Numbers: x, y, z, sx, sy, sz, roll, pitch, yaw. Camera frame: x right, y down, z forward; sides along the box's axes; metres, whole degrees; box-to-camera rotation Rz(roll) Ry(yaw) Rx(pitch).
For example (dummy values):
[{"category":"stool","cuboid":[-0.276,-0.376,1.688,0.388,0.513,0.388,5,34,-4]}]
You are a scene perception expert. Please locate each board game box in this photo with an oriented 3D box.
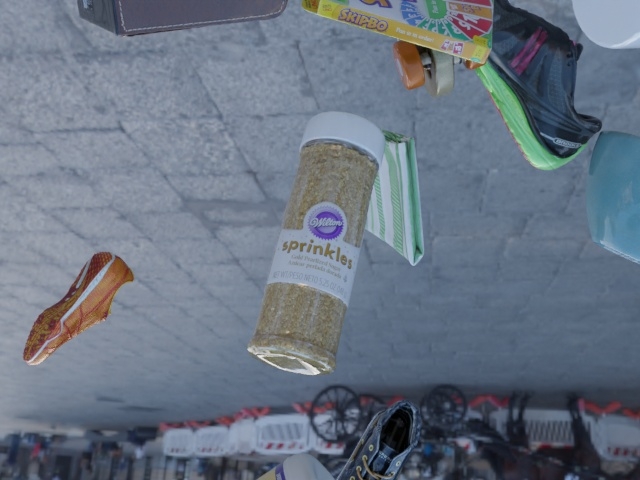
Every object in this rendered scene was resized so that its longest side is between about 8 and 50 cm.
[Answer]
[{"category":"board game box","cuboid":[0.109,-0.326,0.985,0.259,0.124,0.039,14,142,-2]}]

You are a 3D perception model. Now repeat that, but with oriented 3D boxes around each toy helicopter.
[{"category":"toy helicopter","cuboid":[0.163,-0.424,1.267,0.140,0.355,0.235,-18,-179,3]}]

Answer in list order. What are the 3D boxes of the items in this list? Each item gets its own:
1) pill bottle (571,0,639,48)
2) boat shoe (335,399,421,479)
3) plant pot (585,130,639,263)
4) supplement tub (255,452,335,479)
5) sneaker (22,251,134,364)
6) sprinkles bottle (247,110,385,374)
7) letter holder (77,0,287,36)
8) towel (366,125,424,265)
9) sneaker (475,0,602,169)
[{"category":"pill bottle","cuboid":[0.247,-0.155,0.410,0.186,0.112,0.112,-7,164,-15]},{"category":"boat shoe","cuboid":[0.057,0.266,0.818,0.065,0.183,0.083,27,148,3]},{"category":"plant pot","cuboid":[0.619,-0.056,1.344,0.290,0.196,0.290,24,-173,-3]},{"category":"supplement tub","cuboid":[-0.095,0.490,1.027,0.331,0.241,0.241,-34,157,-2]},{"category":"sneaker","cuboid":[-0.307,0.096,0.916,0.067,0.175,0.064,47,174,-39]},{"category":"sprinkles bottle","cuboid":[0.000,0.000,0.991,0.121,0.356,0.121,12,159,5]},{"category":"letter holder","cuboid":[-0.155,-0.391,0.760,0.214,0.302,0.152,-16,-150,-28]},{"category":"towel","cuboid":[0.118,-0.104,1.407,0.038,0.248,0.325,-13,-161,-13]},{"category":"sneaker","cuboid":[0.416,-0.382,1.463,0.202,0.185,0.483,-29,107,15]}]
